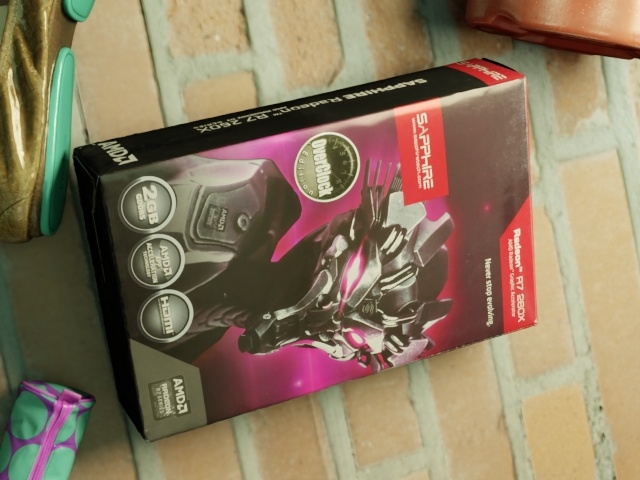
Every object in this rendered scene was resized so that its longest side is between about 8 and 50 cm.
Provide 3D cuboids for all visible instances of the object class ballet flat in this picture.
[{"bbox_3d":[-0.234,-0.171,1.032,0.124,0.116,0.342,12,92,-1],"label":"ballet flat"}]

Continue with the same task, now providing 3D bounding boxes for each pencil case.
[{"bbox_3d":[-0.228,0.187,1.053,0.064,0.070,0.152,18,85,-20],"label":"pencil case"}]

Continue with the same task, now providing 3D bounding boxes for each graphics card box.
[{"bbox_3d":[0.000,0.000,1.093,0.370,0.094,0.233,-13,114,-19],"label":"graphics card box"}]

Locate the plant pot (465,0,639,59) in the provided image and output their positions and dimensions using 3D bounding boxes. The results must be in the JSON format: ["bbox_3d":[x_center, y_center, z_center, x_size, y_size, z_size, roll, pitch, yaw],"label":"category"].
[{"bbox_3d":[0.246,-0.294,1.127,0.272,0.272,0.265,8,97,-21],"label":"plant pot"}]
